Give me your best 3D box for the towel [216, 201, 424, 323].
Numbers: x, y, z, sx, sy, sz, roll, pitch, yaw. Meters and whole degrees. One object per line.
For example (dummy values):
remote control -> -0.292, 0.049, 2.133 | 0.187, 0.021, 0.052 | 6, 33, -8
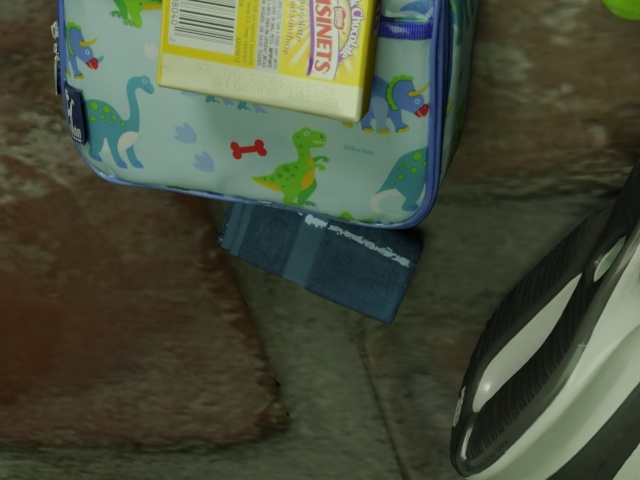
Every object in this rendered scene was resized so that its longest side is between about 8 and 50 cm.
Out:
towel -> 0.000, 0.000, 0.938 | 0.119, 0.029, 0.067 | 25, 132, 4

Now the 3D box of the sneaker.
sneaker -> 0.276, 0.038, 0.790 | 0.257, 0.169, 0.447 | 27, 140, -10

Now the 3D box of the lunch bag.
lunch bag -> -0.031, -0.105, 0.830 | 0.219, 0.090, 0.176 | 13, 126, 12

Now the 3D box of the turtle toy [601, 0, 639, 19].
turtle toy -> 0.154, -0.155, 0.725 | 0.095, 0.066, 0.130 | 17, 131, 10

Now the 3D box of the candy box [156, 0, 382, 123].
candy box -> -0.018, -0.163, 0.730 | 0.105, 0.027, 0.206 | 11, 112, 11
